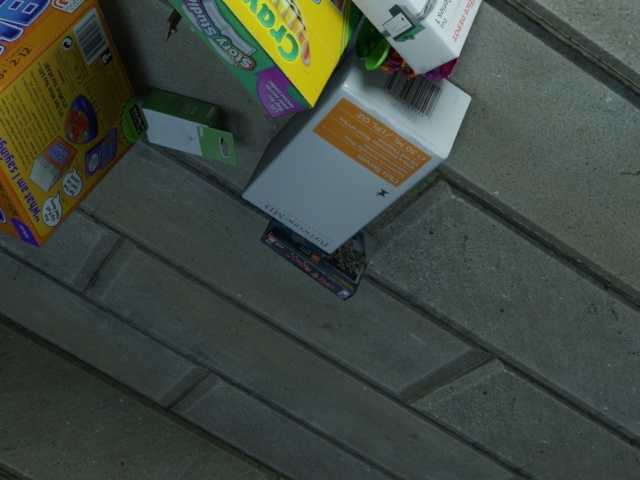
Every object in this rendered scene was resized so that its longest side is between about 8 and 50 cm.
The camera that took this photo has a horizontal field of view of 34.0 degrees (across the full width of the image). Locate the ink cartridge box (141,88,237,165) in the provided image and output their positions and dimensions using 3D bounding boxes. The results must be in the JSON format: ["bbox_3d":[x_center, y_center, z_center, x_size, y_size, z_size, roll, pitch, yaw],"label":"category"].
[{"bbox_3d":[-0.262,-0.236,2.189,0.209,0.062,0.109,17,146,13],"label":"ink cartridge box"}]

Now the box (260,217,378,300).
[{"bbox_3d":[0.000,0.000,2.258,0.233,0.159,0.044,36,145,-16],"label":"box"}]

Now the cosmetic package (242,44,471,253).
[{"bbox_3d":[0.055,-0.171,1.985,0.230,0.161,0.453,32,147,-11],"label":"cosmetic package"}]

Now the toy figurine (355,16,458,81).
[{"bbox_3d":[0.159,-0.314,1.743,0.159,0.173,0.130,24,132,-22],"label":"toy figurine"}]

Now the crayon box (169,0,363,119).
[{"bbox_3d":[-0.090,-0.423,1.590,0.106,0.313,0.363,-11,133,42],"label":"crayon box"}]

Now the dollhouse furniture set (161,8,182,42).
[{"bbox_3d":[-0.177,-0.402,1.848,0.151,0.123,0.144,27,147,-2],"label":"dollhouse furniture set"}]

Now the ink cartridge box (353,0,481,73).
[{"bbox_3d":[0.141,-0.393,1.624,0.093,0.160,0.219,-17,129,46],"label":"ink cartridge box"}]

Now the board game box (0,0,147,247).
[{"bbox_3d":[-0.624,-0.275,2.052,0.356,0.356,0.356,21,148,25],"label":"board game box"}]

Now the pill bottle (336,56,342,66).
[{"bbox_3d":[-0.022,-0.328,1.903,0.116,0.065,0.065,-15,130,43],"label":"pill bottle"}]
